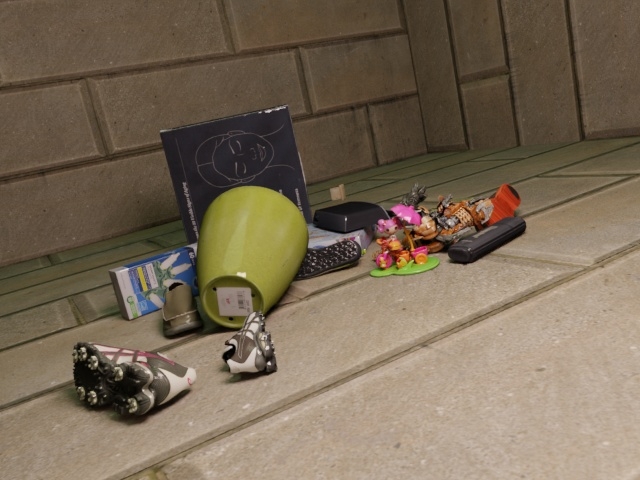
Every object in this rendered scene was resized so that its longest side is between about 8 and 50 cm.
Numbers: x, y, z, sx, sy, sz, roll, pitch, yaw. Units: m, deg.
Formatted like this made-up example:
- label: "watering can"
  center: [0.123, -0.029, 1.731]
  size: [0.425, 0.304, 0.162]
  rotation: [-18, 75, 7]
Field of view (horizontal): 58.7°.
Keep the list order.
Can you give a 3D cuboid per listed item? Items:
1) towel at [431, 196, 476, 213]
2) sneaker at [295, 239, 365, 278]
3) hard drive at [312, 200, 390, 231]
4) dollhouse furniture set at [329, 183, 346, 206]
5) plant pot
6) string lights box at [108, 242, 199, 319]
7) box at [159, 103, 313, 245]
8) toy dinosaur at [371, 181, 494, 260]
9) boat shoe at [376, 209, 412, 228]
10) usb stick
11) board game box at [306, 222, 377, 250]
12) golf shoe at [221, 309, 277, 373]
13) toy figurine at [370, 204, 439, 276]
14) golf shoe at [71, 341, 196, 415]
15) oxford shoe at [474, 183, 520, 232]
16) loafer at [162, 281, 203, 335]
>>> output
- label: "towel"
  center: [0.466, -0.121, 1.990]
  size: [0.148, 0.027, 0.110]
  rotation: [-23, 15, -39]
- label: "sneaker"
  center: [0.007, 0.059, 1.541]
  size: [0.234, 0.084, 0.097]
  rotation: [-10, -12, 7]
- label: "hard drive"
  center: [0.088, -0.078, 1.773]
  size: [0.171, 0.054, 0.254]
  rotation: [-15, 13, -20]
- label: "dollhouse furniture set"
  center: [0.122, -0.145, 2.125]
  size: [0.101, 0.161, 0.182]
  rotation: [-8, 13, 20]
- label: "plant pot"
  center: [-0.172, 0.057, 1.302]
  size: [0.274, 0.275, 0.294]
  rotation: [-10, 26, 9]
- label: "string lights box"
  center: [-0.424, 0.105, 1.552]
  size: [0.259, 0.134, 0.076]
  rotation: [-20, 12, -33]
- label: "box"
  center: [-0.312, -0.229, 2.180]
  size: [0.471, 0.480, 0.297]
  rotation: [-13, 10, -8]
- label: "toy dinosaur"
  center: [0.289, -0.042, 1.516]
  size: [0.321, 0.165, 0.218]
  rotation: [-9, 26, -5]
- label: "boat shoe"
  center: [0.271, -0.079, 1.890]
  size: [0.206, 0.065, 0.075]
  rotation: [-3, 14, 37]
- label: "usb stick"
  center: [0.422, -0.006, 1.428]
  size: [0.278, 0.045, 0.077]
  rotation: [-22, 25, -39]
- label: "board game box"
  center: [0.000, 0.000, 1.787]
  size: [0.318, 0.066, 0.318]
  rotation: [-8, 12, 16]
- label: "golf shoe"
  center: [-0.137, 0.183, 1.032]
  size: [0.093, 0.077, 0.198]
  rotation: [-14, 11, -10]
- label: "toy figurine"
  center: [0.191, -0.006, 1.391]
  size: [0.173, 0.159, 0.130]
  rotation: [-12, 11, 4]
- label: "golf shoe"
  center: [-0.336, 0.235, 0.988]
  size: [0.272, 0.105, 0.120]
  rotation: [6, 5, 40]
- label: "oxford shoe"
  center: [0.492, -0.068, 1.628]
  size: [0.271, 0.097, 0.098]
  rotation: [-35, -8, -48]
- label: "loafer"
  center: [-0.337, 0.154, 1.341]
  size: [0.094, 0.088, 0.251]
  rotation: [-16, 12, -17]
